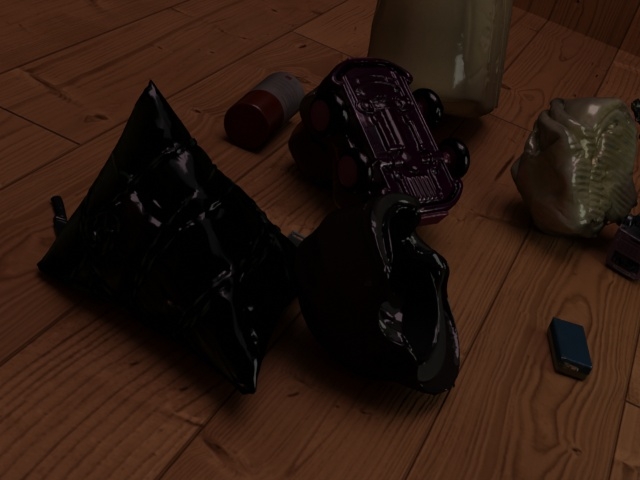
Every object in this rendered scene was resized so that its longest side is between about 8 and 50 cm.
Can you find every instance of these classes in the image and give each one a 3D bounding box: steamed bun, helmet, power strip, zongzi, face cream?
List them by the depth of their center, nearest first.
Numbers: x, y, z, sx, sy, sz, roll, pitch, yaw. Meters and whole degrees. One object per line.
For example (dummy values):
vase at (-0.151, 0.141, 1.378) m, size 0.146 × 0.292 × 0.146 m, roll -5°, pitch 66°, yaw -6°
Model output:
helmet at (0.070, 0.085, 1.491) m, size 0.177 × 0.305 × 0.225 m, roll -9°, pitch 26°, yaw 23°
zongzi at (-0.147, 0.016, 1.499) m, size 0.383 × 0.319 × 0.362 m, roll 44°, pitch 23°, yaw 8°
power strip at (0.402, 0.175, 1.717) m, size 0.056 × 0.032 × 0.123 m, roll 17°, pitch 29°, yaw -4°
steamed bun at (0.482, -0.148, 2.089) m, size 0.207 × 0.280 × 0.268 m, roll 7°, pitch 25°, yaw 44°
face cream at (-0.109, -0.258, 2.092) m, size 0.096 × 0.095 × 0.214 m, roll 23°, pitch 29°, yaw 7°
steamed bun at (0.261, -0.470, 2.370) m, size 0.290 × 0.371 × 0.456 m, roll 9°, pitch 7°, yaw 17°

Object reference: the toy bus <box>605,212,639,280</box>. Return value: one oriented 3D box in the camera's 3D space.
toy bus at (0.645, 0.002, 2.089) m, size 0.096 × 0.108 × 0.199 m, roll 33°, pitch 33°, yaw 25°

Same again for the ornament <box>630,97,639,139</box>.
ornament at (0.647, -0.168, 2.036) m, size 0.080 × 0.236 × 0.202 m, roll -6°, pitch 16°, yaw 19°

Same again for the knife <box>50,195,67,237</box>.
knife at (-0.389, -0.020, 1.598) m, size 0.023 × 0.010 × 0.170 m, roll 5°, pitch 33°, yaw -25°

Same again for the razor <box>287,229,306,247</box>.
razor at (0.000, 0.000, 1.778) m, size 0.068 × 0.040 × 0.135 m, roll 29°, pitch 25°, yaw 17°

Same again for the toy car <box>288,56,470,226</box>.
toy car at (0.084, -0.148, 1.922) m, size 0.271 × 0.240 × 0.340 m, roll -8°, pitch 66°, yaw -37°
